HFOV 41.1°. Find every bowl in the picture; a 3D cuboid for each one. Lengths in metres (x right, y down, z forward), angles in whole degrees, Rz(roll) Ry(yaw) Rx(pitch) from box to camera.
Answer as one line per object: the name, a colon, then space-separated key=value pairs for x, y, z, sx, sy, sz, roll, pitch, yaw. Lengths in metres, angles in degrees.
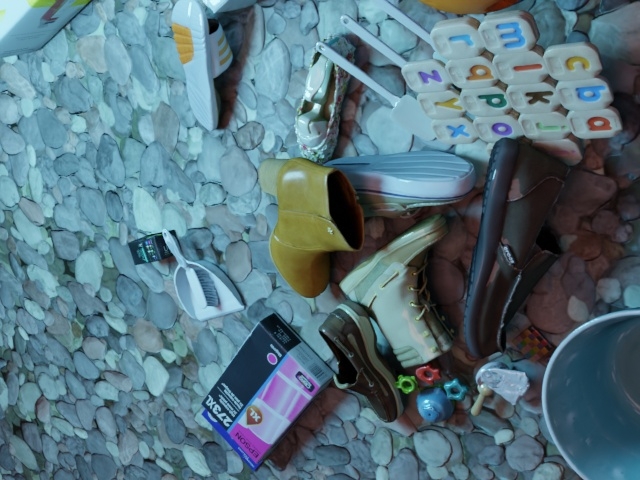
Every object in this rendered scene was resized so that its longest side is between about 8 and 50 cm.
bowl: x=0.490 y=0.213 z=1.198 sx=0.312 sy=0.163 sz=0.311 roll=13 pitch=115 yaw=31

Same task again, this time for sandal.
sandal: x=-0.202 y=-0.323 z=1.533 sx=0.102 sy=0.076 sz=0.265 roll=39 pitch=147 yaw=34

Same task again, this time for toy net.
toy net: x=0.246 y=0.241 z=1.446 sx=0.232 sy=0.045 sz=0.122 roll=-26 pitch=101 yaw=34

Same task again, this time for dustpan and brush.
dustpan and brush: x=-0.257 y=0.066 z=1.718 sx=0.147 sy=0.060 sz=0.211 roll=-19 pitch=97 yaw=38

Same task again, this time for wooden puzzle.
wooden puzzle: x=0.343 y=0.168 z=1.380 sx=0.083 sy=0.006 sz=0.049 roll=48 pitch=127 yaw=10

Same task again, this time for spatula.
spatula: x=0.118 y=-0.274 z=1.311 sx=0.242 sy=0.019 sz=0.168 roll=34 pitch=130 yaw=-7

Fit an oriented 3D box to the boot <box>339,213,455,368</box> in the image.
boot: x=0.165 y=0.090 z=1.412 sx=0.203 sy=0.095 sz=0.262 roll=55 pitch=134 yaw=7

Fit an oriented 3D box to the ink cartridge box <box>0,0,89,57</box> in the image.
ink cartridge box: x=-0.569 y=-0.564 z=1.629 sx=0.385 sy=0.160 sz=0.279 roll=-27 pitch=91 yaw=38

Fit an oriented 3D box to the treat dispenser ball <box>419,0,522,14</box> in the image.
treat dispenser ball: x=0.195 y=-0.434 z=1.075 sx=0.288 sy=0.288 sz=0.288 roll=13 pitch=114 yaw=30

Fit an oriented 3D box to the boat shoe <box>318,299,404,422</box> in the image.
boat shoe: x=0.063 y=0.230 z=1.504 sx=0.095 sy=0.095 sz=0.257 roll=14 pitch=134 yaw=57

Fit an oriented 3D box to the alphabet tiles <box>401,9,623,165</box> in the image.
alphabet tiles: x=0.264 y=-0.201 z=1.186 sx=0.278 sy=0.021 sz=0.284 roll=1 pitch=144 yaw=35

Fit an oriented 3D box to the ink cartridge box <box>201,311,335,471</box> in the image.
ink cartridge box: x=-0.129 y=0.325 z=1.733 sx=0.176 sy=0.069 sz=0.371 roll=44 pitch=129 yaw=13

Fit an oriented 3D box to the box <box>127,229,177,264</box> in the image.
box: x=-0.342 y=0.014 z=1.756 sx=0.083 sy=0.062 sz=0.052 roll=-11 pitch=100 yaw=36

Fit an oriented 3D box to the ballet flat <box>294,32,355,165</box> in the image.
ballet flat: x=-0.006 y=-0.229 z=1.425 sx=0.091 sy=0.077 sz=0.241 roll=25 pitch=120 yaw=24

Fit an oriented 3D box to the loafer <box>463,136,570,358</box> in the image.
loafer: x=0.294 y=0.030 z=1.280 sx=0.130 sy=0.134 sz=0.365 roll=9 pitch=122 yaw=9

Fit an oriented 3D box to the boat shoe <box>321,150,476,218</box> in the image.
boat shoe: x=0.125 y=-0.084 z=1.387 sx=0.302 sy=0.109 sz=0.094 roll=6 pitch=124 yaw=43

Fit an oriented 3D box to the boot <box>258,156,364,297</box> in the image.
boot: x=0.001 y=-0.001 z=1.427 sx=0.211 sy=0.104 sz=0.295 roll=22 pitch=137 yaw=51

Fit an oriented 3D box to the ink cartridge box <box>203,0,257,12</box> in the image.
ink cartridge box: x=-0.096 y=-0.539 z=1.334 sx=0.306 sy=0.131 sz=0.226 roll=-29 pitch=91 yaw=40
